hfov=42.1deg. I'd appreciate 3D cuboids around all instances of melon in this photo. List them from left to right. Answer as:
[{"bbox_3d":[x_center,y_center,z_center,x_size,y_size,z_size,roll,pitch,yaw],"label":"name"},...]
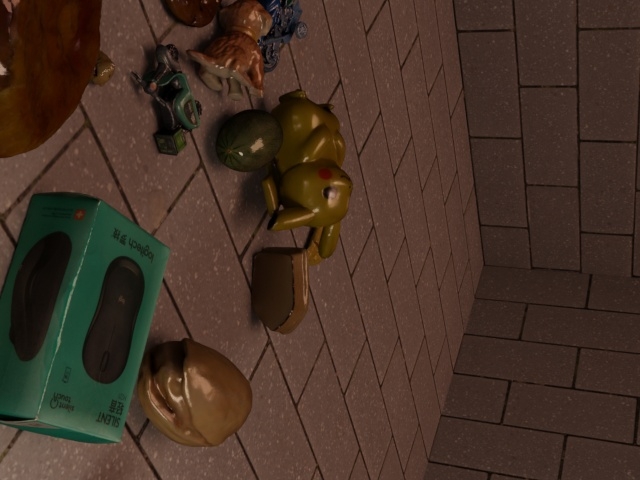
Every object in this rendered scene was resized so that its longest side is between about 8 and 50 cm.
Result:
[{"bbox_3d":[-0.134,-0.192,1.583,0.167,0.114,0.114,-47,136,-52],"label":"melon"}]

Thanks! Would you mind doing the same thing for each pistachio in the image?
[{"bbox_3d":[-0.211,0.261,1.426,0.293,0.162,0.181,48,24,-60],"label":"pistachio"}]

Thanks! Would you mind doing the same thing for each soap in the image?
[{"bbox_3d":[0.000,0.000,2.042,0.089,0.033,0.168,61,40,-49],"label":"soap"}]

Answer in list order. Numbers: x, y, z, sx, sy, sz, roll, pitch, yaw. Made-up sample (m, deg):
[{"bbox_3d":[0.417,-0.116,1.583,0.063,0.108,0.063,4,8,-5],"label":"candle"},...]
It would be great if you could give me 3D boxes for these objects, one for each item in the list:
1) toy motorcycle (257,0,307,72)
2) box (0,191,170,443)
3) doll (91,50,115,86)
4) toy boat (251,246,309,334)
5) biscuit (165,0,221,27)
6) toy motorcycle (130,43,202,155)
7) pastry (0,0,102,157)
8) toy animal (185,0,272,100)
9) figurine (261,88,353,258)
[{"bbox_3d":[-0.092,-0.461,1.667,0.135,0.092,0.254,38,68,-53],"label":"toy motorcycle"},{"bbox_3d":[-0.335,0.113,1.150,0.205,0.118,0.311,46,52,-59],"label":"box"},{"bbox_3d":[-0.339,-0.250,1.192,0.093,0.051,0.061,3,92,-38],"label":"doll"},{"bbox_3d":[-0.086,0.109,1.754,0.061,0.116,0.188,-8,99,-63],"label":"toy boat"},{"bbox_3d":[-0.217,-0.473,1.426,0.212,0.036,0.212,4,90,-68],"label":"biscuit"},{"bbox_3d":[-0.249,-0.236,1.370,0.100,0.058,0.173,-54,145,-42],"label":"toy motorcycle"},{"bbox_3d":[-0.354,-0.268,0.930,0.356,0.164,0.356,10,90,-89],"label":"pastry"},{"bbox_3d":[-0.163,-0.373,1.506,0.184,0.104,0.185,31,70,-55],"label":"toy animal"},{"bbox_3d":[-0.031,-0.143,1.717,0.218,0.169,0.326,10,61,-56],"label":"figurine"}]
